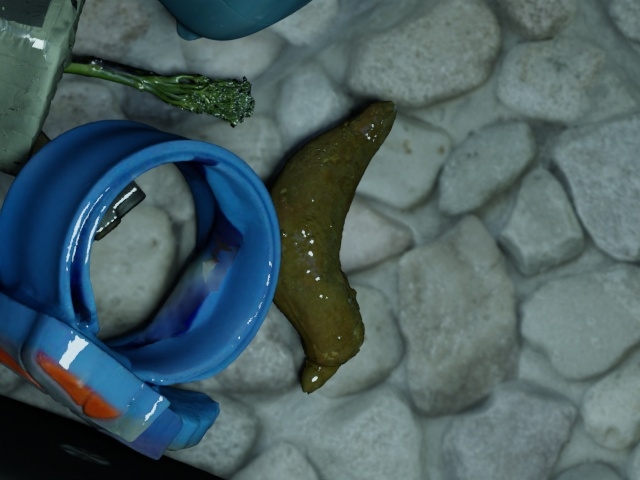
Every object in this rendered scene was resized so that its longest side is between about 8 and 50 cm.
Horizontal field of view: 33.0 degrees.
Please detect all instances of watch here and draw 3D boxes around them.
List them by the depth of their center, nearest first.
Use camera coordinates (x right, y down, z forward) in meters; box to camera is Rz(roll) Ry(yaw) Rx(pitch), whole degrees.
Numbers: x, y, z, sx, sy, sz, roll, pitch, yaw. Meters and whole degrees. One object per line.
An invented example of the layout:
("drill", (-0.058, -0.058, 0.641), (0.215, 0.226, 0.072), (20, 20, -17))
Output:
("watch", (-0.150, 0.048, 1.009), (0.305, 0.241, 0.274), (42, 74, -43))

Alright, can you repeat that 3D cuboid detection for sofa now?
("sofa", (-0.329, -0.209, 1.021), (0.210, 0.176, 0.225), (17, 45, -16))

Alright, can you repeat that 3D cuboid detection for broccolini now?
("broccolini", (-0.184, -0.159, 1.095), (0.239, 0.051, 0.054), (10, 97, -6))

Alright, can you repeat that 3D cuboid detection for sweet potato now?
("sweet potato", (-0.003, 0.002, 1.092), (0.124, 0.098, 0.310), (10, 85, -29))

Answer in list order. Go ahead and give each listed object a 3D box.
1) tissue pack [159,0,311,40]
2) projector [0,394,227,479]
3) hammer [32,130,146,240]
("tissue pack", (-0.106, -0.337, 1.028), (0.287, 0.206, 0.198), (51, 43, -6))
("projector", (-0.238, 0.291, 0.898), (0.405, 0.395, 0.242), (22, 84, -8))
("hammer", (-0.334, -0.144, 1.078), (0.111, 0.043, 0.365), (-41, 92, -6))
